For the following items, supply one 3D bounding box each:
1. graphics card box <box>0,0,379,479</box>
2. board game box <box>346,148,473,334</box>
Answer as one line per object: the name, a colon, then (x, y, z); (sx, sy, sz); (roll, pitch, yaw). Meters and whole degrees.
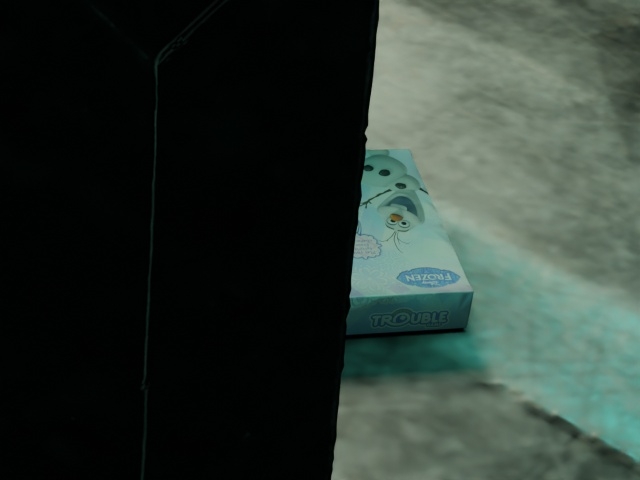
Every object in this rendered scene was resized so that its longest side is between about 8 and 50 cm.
graphics card box: (-0.074, -0.055, 0.552); (0.094, 0.233, 0.371); (-2, 29, -14)
board game box: (0.000, 0.000, 0.710); (0.090, 0.020, 0.090); (-2, 37, -14)
